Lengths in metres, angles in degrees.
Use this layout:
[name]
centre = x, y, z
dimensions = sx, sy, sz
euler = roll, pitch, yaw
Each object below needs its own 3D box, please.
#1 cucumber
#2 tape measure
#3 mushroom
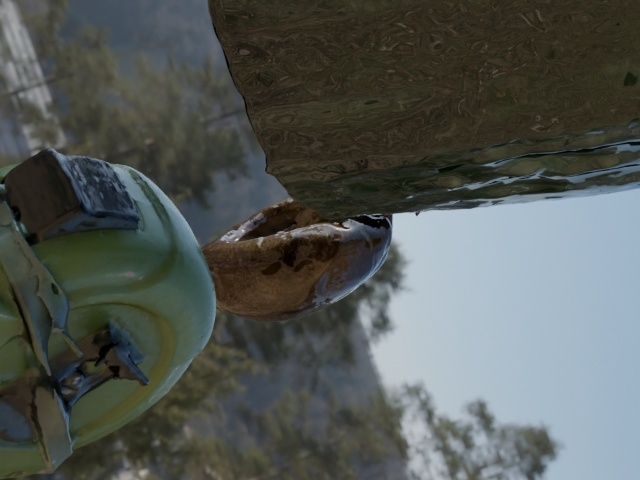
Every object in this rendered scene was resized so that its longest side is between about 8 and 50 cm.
[cucumber]
centre = 0.043, -0.108, 0.412
dimensions = 0.191, 0.130, 0.191
euler = -4, 90, -80
[tape measure]
centre = -0.120, 0.035, 0.526
dimensions = 0.087, 0.154, 0.177
euler = 55, -12, 30
[mushroom]
centre = 0.001, 0.001, 0.819
dimensions = 0.080, 0.171, 0.135
euler = 59, 17, -15
